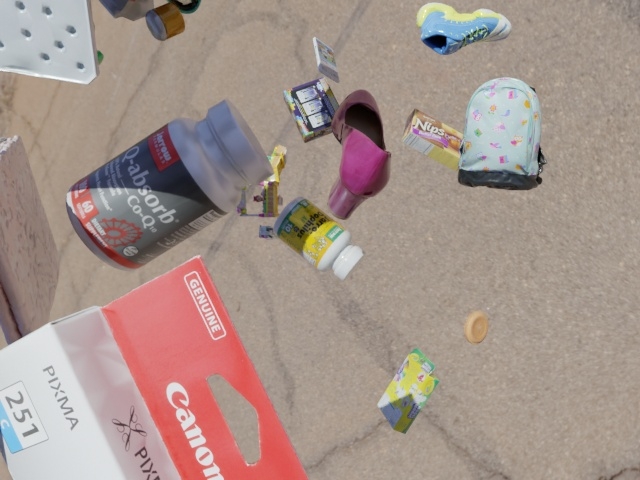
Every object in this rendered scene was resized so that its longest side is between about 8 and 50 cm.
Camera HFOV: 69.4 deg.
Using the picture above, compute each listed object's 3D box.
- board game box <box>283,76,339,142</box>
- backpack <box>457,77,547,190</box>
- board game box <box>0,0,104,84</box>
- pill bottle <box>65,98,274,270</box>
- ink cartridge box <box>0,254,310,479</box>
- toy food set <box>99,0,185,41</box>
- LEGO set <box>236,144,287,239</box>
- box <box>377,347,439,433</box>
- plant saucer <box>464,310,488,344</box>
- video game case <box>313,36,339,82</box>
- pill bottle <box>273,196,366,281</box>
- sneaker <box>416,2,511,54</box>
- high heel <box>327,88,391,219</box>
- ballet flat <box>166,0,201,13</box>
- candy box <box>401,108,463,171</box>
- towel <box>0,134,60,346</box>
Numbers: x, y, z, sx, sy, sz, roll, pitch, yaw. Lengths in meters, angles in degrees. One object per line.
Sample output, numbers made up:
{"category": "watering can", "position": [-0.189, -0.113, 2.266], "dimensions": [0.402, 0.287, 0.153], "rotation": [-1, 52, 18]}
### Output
{"category": "board game box", "position": [-0.018, -0.400, 1.414], "dimensions": [0.141, 0.048, 0.170], "rotation": [-21, 75, -10]}
{"category": "backpack", "position": [0.310, -0.180, 0.786], "dimensions": [0.151, 0.115, 0.182], "rotation": [8, 108, 23]}
{"category": "board game box", "position": [-0.440, -0.390, 0.474], "dimensions": [0.050, 0.389, 0.390], "rotation": [-87, 6, -53]}
{"category": "pill bottle", "position": [-0.290, -0.113, 0.924], "dimensions": [0.362, 0.210, 0.210], "rotation": [-31, 60, 6]}
{"category": "ink cartridge box", "position": [-0.159, 0.199, 0.418], "dimensions": [0.261, 0.066, 0.297], "rotation": [-26, 90, 21]}
{"category": "toy food set", "position": [-0.289, -0.350, 0.596], "dimensions": [0.232, 0.104, 0.111], "rotation": [48, 154, 6]}
{"category": "LEGO set", "position": [-0.157, -0.148, 1.234], "dimensions": [0.107, 0.132, 0.287], "rotation": [-1, 69, 7]}
{"category": "box", "position": [0.216, 0.360, 1.122], "dimensions": [0.179, 0.043, 0.105], "rotation": [-60, 22, 6]}
{"category": "plant saucer", "position": [0.390, 0.217, 1.146], "dimensions": [0.013, 0.083, 0.084], "rotation": [8, 86, 58]}
{"category": "video game case", "position": [0.018, -0.541, 1.387], "dimensions": [0.011, 0.087, 0.122], "rotation": [-24, 66, 36]}
{"category": "pill bottle", "position": [0.000, 0.000, 1.094], "dimensions": [0.208, 0.117, 0.118], "rotation": [39, 107, 11]}
{"category": "sneaker", "position": [0.353, -0.505, 1.149], "dimensions": [0.239, 0.091, 0.126], "rotation": [9, 70, 1]}
{"category": "high heel", "position": [0.103, -0.224, 0.923], "dimensions": [0.181, 0.127, 0.378], "rotation": [129, 154, -49]}
{"category": "ballet flat", "position": [-0.240, -0.456, 0.722], "dimensions": [0.083, 0.247, 0.087], "rotation": [-31, 75, -5]}
{"category": "candy box", "position": [0.330, -0.289, 1.324], "dimensions": [0.053, 0.186, 0.109], "rotation": [-50, 17, 52]}
{"category": "towel", "position": [-0.547, -0.001, 0.832], "dimensions": [0.332, 0.053, 0.317], "rotation": [-131, 34, -59]}
